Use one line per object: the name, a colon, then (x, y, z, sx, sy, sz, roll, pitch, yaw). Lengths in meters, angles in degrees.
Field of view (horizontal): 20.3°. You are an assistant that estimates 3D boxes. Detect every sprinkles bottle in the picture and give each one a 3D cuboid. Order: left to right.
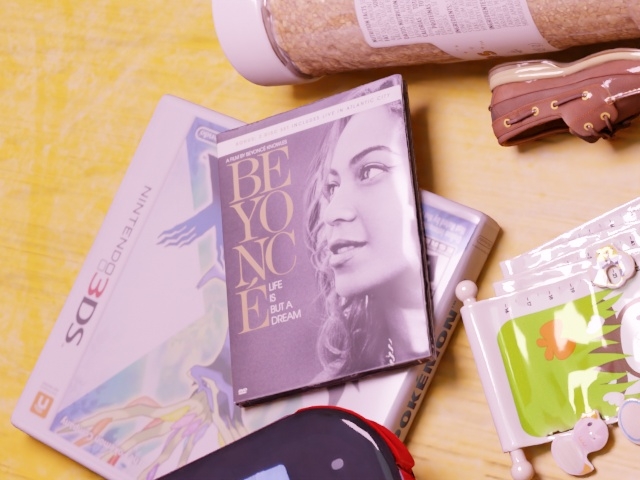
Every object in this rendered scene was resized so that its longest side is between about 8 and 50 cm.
sprinkles bottle: (0.092, -0.187, 1.299, 0.355, 0.121, 0.121, -3, 72, 34)

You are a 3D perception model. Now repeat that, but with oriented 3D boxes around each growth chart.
growth chart: (0.206, 0.051, 1.217, 0.237, 0.021, 0.172, -31, 68, 16)

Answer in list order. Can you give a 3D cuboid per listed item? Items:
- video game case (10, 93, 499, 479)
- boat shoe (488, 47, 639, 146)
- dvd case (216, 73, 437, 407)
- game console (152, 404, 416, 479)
video game case: (-0.061, 0.068, 1.369, 0.329, 0.036, 0.300, 23, 86, 34)
boat shoe: (0.198, -0.098, 1.258, 0.178, 0.064, 0.060, -3, 78, 37)
dvd case: (0.000, 0.000, 1.323, 0.164, 0.018, 0.221, -16, 66, 26)
game console: (-0.064, 0.327, 1.240, 0.386, 0.060, 0.342, -28, 66, 25)
